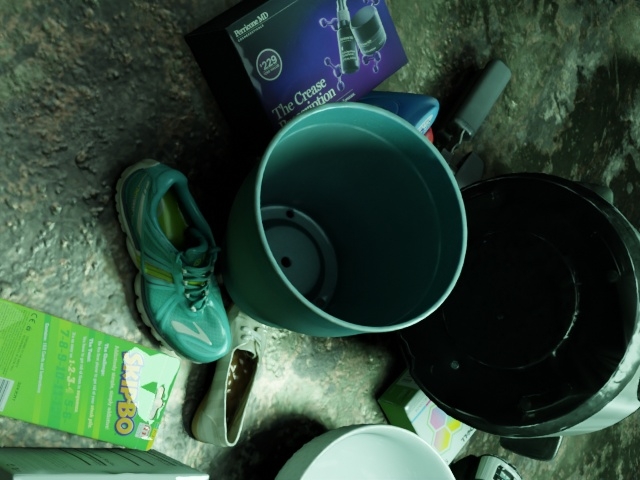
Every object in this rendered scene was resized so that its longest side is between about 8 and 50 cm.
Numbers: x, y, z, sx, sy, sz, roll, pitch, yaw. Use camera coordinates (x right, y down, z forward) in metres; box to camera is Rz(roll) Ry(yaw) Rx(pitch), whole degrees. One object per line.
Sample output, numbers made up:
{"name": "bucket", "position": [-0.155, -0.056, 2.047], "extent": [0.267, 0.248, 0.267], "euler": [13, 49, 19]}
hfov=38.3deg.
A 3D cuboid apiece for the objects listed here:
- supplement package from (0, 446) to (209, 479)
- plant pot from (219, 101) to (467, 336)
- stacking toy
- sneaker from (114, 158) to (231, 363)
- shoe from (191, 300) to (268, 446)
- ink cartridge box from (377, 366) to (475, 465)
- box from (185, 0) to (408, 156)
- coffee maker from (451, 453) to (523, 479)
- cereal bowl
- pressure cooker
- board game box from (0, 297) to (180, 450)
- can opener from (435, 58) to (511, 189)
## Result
{"name": "supplement package", "position": [-0.272, 0.318, 1.058], "extent": [0.244, 0.134, 0.139], "euler": [13, 86, -40]}
{"name": "plant pot", "position": [0.000, 0.000, 1.153], "extent": [0.271, 0.255, 0.272], "euler": [7, 73, -24]}
{"name": "stacking toy", "position": [0.100, -0.058, 1.350], "extent": [0.175, 0.165, 0.302], "euler": [-50, 137, -36]}
{"name": "sneaker", "position": [-0.172, 0.034, 1.133], "extent": [0.107, 0.110, 0.275], "euler": [-32, 114, -34]}
{"name": "shoe", "position": [-0.106, 0.170, 1.233], "extent": [0.076, 0.058, 0.219], "euler": [25, 78, -39]}
{"name": "ink cartridge box", "position": [0.185, 0.301, 1.488], "extent": [0.109, 0.062, 0.209], "euler": [-44, 120, -30]}
{"name": "box", "position": [-0.024, -0.257, 1.240], "extent": [0.261, 0.103, 0.184], "euler": [-41, 116, -30]}
{"name": "coffee maker", "position": [0.228, 0.445, 1.497], "extent": [0.178, 0.171, 0.120], "euler": [-49, 117, -42]}
{"name": "cereal bowl", "position": [0.043, 0.429, 1.311], "extent": [0.339, 0.141, 0.339], "euler": [6, 80, -35]}
{"name": "pressure cooker", "position": [0.338, 0.104, 1.377], "extent": [0.375, 0.370, 0.420], "euler": [60, 18, 24]}
{"name": "board game box", "position": [-0.292, 0.163, 1.093], "extent": [0.259, 0.039, 0.124], "euler": [26, 78, -36]}
{"name": "can opener", "position": [0.236, -0.162, 1.457], "extent": [0.095, 0.076, 0.283], "euler": [40, 61, -9]}
